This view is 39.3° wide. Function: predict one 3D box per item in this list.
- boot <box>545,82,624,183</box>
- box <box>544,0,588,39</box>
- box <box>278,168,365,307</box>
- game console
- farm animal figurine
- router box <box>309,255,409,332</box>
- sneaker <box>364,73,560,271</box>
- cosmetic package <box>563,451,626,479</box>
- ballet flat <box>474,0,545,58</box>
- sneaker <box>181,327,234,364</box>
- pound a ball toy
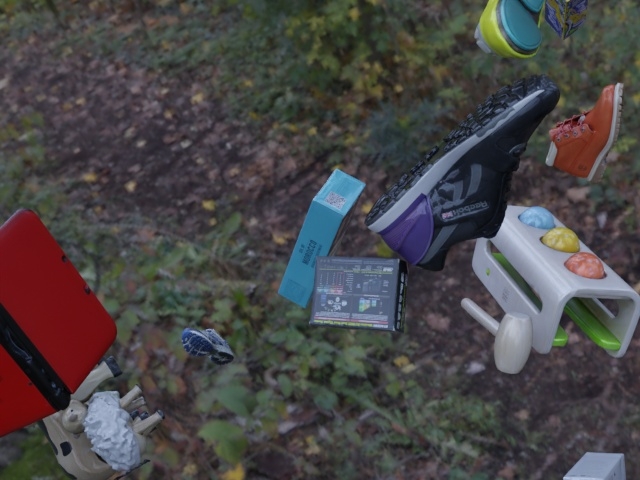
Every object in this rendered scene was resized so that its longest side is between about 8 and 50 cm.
[{"bbox_3d":[0.344,-0.144,1.166,0.084,0.158,0.059,18,49,10],"label":"boot"},{"bbox_3d":[0.434,-0.421,1.584,0.054,0.059,0.169,-37,-16,3],"label":"box"},{"bbox_3d":[0.000,0.000,1.556,0.060,0.244,0.100,28,45,6],"label":"box"},{"bbox_3d":[-0.255,0.069,0.721,0.124,0.144,0.085,-25,28,8],"label":"game console"},{"bbox_3d":[-0.382,0.218,1.289,0.172,0.327,0.330,-34,-9,-24],"label":"farm animal figurine"},{"bbox_3d":[0.050,0.069,1.153,0.122,0.038,0.092,2,80,28],"label":"router box"},{"bbox_3d":[0.193,-0.075,1.079,0.283,0.124,0.107,-42,10,28],"label":"sneaker"},{"bbox_3d":[0.552,0.502,1.787,0.085,0.117,0.231,-5,-1,29],"label":"cosmetic package"},{"bbox_3d":[0.224,-0.263,1.073,0.077,0.077,0.231,-34,20,38],"label":"ballet flat"},{"bbox_3d":[-0.233,0.204,1.815,0.052,0.135,0.058,-34,45,17],"label":"sneaker"},{"bbox_3d":[0.300,0.052,1.259,0.208,0.136,0.319,5,24,-14],"label":"pound a ball toy"}]
